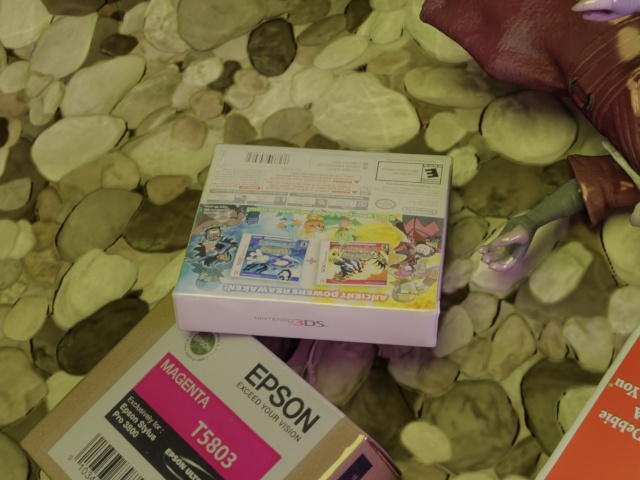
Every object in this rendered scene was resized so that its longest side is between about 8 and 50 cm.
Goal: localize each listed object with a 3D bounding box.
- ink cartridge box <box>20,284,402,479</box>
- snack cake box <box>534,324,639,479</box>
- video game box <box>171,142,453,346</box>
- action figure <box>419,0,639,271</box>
[{"bbox_3d":[-0.089,0.170,1.179,0.193,0.088,0.234,-47,53,-9],"label":"ink cartridge box"},{"bbox_3d":[0.291,0.184,1.013,0.264,0.089,0.152,27,74,34],"label":"snack cake box"},{"bbox_3d":[0.000,0.000,1.218,0.205,0.048,0.187,4,41,7],"label":"video game box"},{"bbox_3d":[0.243,-0.130,1.218,0.275,0.248,0.370,-10,58,-37],"label":"action figure"}]
